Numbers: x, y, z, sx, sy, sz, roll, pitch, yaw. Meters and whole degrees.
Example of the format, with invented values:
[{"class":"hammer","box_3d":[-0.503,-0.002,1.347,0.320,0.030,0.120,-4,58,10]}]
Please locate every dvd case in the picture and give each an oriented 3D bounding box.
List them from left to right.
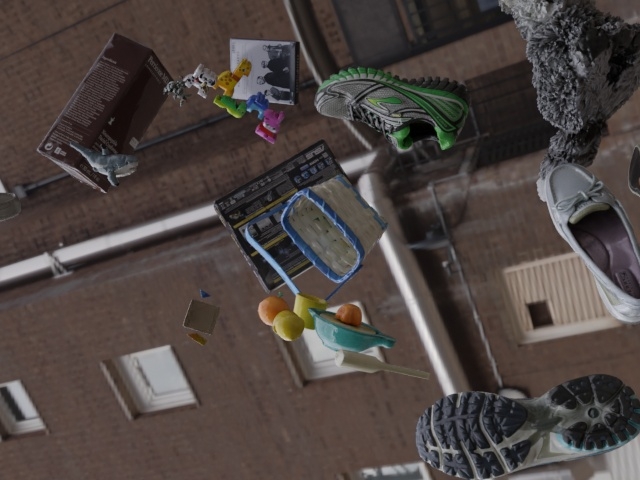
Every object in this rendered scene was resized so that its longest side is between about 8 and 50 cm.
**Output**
[{"class":"dvd case","box_3d":[-0.166,-0.500,2.119,0.029,0.238,0.179,-23,-60,-53]}]

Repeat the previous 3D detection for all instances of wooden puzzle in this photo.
[{"class":"wooden puzzle","box_3d":[-0.277,0.179,1.674,0.078,0.014,0.116,26,-102,-10]}]

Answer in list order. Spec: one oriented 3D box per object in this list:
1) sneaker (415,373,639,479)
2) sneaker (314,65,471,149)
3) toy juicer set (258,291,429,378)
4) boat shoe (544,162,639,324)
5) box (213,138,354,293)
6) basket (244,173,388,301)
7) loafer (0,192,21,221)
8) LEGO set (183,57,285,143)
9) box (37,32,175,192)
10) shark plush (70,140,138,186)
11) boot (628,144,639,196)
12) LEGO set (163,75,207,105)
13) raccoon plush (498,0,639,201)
[{"class":"sneaker","box_3d":[0.264,0.251,0.916,0.122,0.283,0.110,44,-141,-54]},{"class":"sneaker","box_3d":[0.145,-0.283,1.566,0.134,0.343,0.146,57,-134,-64]},{"class":"toy juicer set","box_3d":[0.024,0.155,1.305,0.209,0.329,0.090,15,-84,-48]},{"class":"boat shoe","box_3d":[0.482,-0.013,1.237,0.103,0.118,0.320,49,-158,-58]},{"class":"box","box_3d":[-0.075,-0.075,2.172,0.318,0.395,0.097,57,168,6]},{"class":"basket","box_3d":[0.000,0.000,1.696,0.289,0.201,0.255,-32,-103,-36]},{"class":"loafer","box_3d":[-0.785,-0.086,1.467,0.112,0.319,0.112,-143,54,-61]},{"class":"LEGO set","box_3d":[-0.161,-0.316,1.501,0.227,0.093,0.087,31,-145,-21]},{"class":"box","box_3d":[-0.568,-0.340,1.945,0.381,0.143,0.191,-62,-17,-10]},{"class":"shark plush","box_3d":[-0.487,-0.192,1.631,0.073,0.161,0.067,-43,-21,-49]},{"class":"boot","box_3d":[0.715,-0.121,1.412,0.244,0.176,0.088,-73,-15,-63]},{"class":"LEGO set","box_3d":[-0.235,-0.264,1.237,0.054,0.083,0.023,69,-168,13]},{"class":"raccoon plush","box_3d":[0.442,-0.333,1.449,0.216,0.446,0.299,-2,-144,-40]}]
